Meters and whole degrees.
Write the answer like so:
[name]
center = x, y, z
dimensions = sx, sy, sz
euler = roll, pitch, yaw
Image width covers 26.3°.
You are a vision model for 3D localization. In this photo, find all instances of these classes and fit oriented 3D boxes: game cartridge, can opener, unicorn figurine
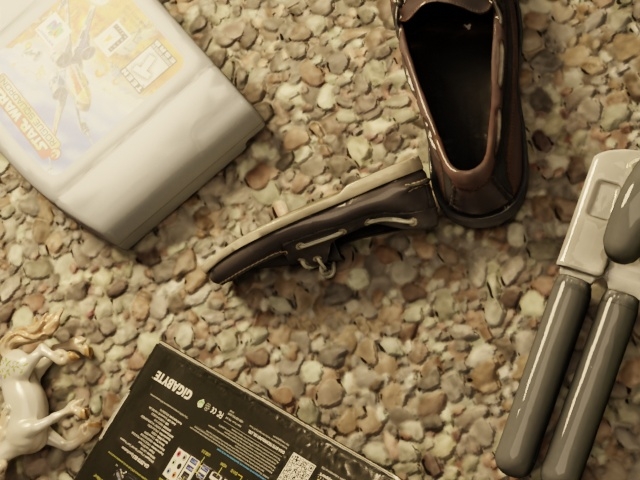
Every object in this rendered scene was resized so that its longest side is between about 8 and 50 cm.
[game cartridge]
center = -0.211, -0.143, 1.235
dimensions = 0.198, 0.062, 0.297
euler = -40, 67, -4
[can opener]
center = 0.204, 0.052, 1.044
dimensions = 0.074, 0.093, 0.280
euler = 18, 83, 19
[unicorn figurine]
center = -0.245, 0.144, 1.154
dimensions = 0.111, 0.060, 0.161
euler = -14, 54, 11

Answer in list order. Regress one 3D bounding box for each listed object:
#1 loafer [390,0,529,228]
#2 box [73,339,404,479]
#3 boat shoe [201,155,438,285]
[loafer]
center = 0.114, -0.164, 1.128
dimensions = 0.109, 0.095, 0.302
euler = -12, 70, 11
[box]
center = -0.081, 0.238, 0.986
dimensions = 0.322, 0.079, 0.257
euler = 20, 79, 51
[boat shoe]
center = 0.000, 0.000, 1.121
dimensions = 0.206, 0.075, 0.065
euler = -25, 92, 13
